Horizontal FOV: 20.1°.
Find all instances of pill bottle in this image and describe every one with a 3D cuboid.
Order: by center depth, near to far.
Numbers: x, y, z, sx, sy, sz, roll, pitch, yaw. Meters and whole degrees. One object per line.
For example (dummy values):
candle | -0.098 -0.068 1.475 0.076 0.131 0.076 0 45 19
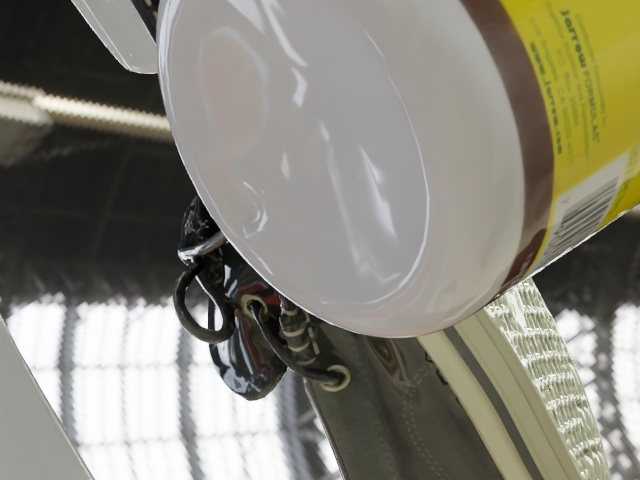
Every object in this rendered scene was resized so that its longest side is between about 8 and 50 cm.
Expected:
pill bottle | 0.069 -0.069 0.488 0.215 0.117 0.117 -31 -25 -35

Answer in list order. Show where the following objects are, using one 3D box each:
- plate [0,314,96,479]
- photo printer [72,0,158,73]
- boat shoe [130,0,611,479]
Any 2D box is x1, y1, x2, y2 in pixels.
plate | -0.232 0.122 0.756 0.278 0.277 0.045 -16 -31 -36
photo printer | -0.079 -0.287 1.254 0.307 0.256 0.107 -39 4 -38
boat shoe | 0.000 0.000 0.896 0.156 0.187 0.500 -19 -53 16
